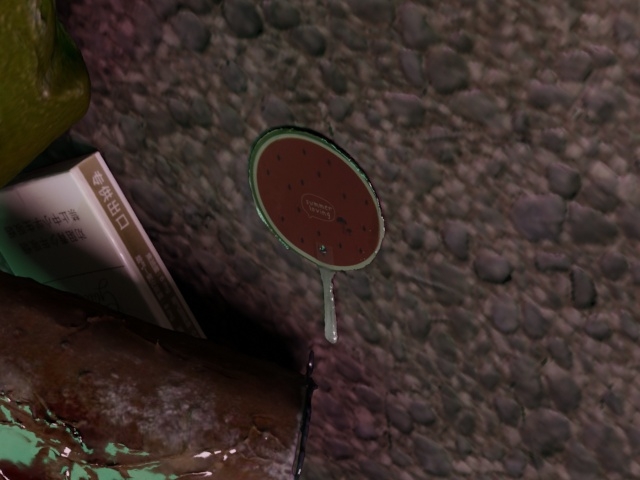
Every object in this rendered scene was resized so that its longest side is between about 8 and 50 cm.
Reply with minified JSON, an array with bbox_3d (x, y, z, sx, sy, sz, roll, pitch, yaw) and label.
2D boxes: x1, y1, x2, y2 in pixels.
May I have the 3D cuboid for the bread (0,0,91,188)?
[{"bbox_3d":[-0.283,-0.166,0.956,0.382,0.129,0.366,44,161,-9],"label":"bread"}]

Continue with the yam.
[{"bbox_3d":[-0.136,0.087,1.036,0.279,0.131,0.131,19,138,2],"label":"yam"}]

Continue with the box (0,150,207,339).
[{"bbox_3d":[-0.118,0.046,1.128,0.109,0.029,0.198,-12,113,48],"label":"box"}]

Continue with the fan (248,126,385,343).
[{"bbox_3d":[0.000,0.000,0.994,0.085,0.005,0.133,17,132,32],"label":"fan"}]
